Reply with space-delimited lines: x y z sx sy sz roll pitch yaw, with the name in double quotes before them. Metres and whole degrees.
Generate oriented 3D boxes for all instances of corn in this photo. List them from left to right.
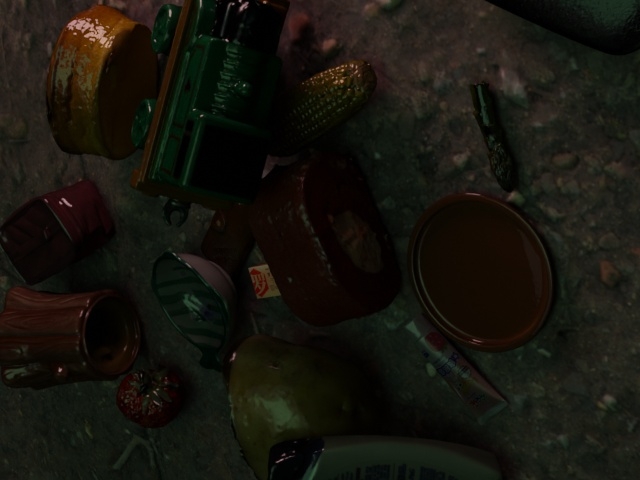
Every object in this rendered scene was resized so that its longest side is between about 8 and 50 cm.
"corn" -0.016 -0.201 1.812 0.261 0.097 0.097 -24 91 40

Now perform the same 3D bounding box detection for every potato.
"potato" -0.017 0.284 1.927 0.242 0.242 0.286 -6 99 40

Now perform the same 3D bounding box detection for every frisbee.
"frisbee" 0.239 0.049 1.750 0.250 0.021 0.251 15 114 35

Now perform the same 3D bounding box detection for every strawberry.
"strawberry" -0.329 0.310 2.235 0.131 0.131 0.148 36 124 23

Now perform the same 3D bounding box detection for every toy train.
"toy train" -0.158 -0.217 1.766 0.249 0.178 0.429 30 106 62

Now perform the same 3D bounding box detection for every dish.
"dish" -0.203 0.110 2.079 0.224 0.078 0.246 7 123 47

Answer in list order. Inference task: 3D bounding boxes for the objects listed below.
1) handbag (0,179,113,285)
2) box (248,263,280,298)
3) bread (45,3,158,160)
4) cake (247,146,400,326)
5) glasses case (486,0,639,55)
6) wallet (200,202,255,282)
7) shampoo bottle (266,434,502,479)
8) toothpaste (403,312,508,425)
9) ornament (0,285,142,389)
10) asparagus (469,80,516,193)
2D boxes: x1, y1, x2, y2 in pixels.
"handbag" -0.514 -0.015 2.256 0.225 0.135 0.146 -26 94 40
"box" -0.081 0.067 2.016 0.093 0.015 0.058 -11 98 40
"bread" -0.378 -0.268 2.013 0.142 0.195 0.270 19 121 22
"cake" 0.000 0.000 1.819 0.150 0.177 0.283 -14 99 41
"glasses case" 0.295 -0.346 1.514 0.321 0.082 0.122 31 125 25
"wallet" -0.152 -0.018 2.034 0.095 0.026 0.176 42 129 17
"shampoo bottle" 0.097 0.365 1.813 0.359 0.078 0.134 5 112 -2
"toothpaste" 0.206 0.199 1.822 0.194 0.043 0.067 48 128 7
"ornament" -0.484 0.190 2.256 0.217 0.221 0.235 -7 123 33
"asparagus" 0.247 -0.146 1.663 0.036 0.030 0.165 -16 95 28
